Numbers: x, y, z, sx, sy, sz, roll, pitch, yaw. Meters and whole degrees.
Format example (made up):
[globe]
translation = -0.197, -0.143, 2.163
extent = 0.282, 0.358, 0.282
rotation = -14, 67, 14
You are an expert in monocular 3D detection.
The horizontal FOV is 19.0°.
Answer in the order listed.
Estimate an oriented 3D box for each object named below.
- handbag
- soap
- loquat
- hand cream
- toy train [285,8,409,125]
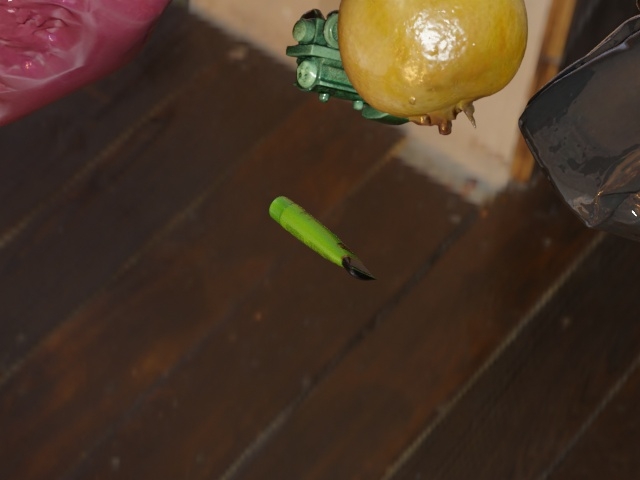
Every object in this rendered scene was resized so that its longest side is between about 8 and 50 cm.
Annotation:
[handbag]
translation = 0.329, -0.122, 1.549
extent = 0.178, 0.275, 0.302
rotation = 57, 20, 23
[soap]
translation = -0.219, -0.162, 1.137
extent = 0.220, 0.325, 0.127
rotation = 17, 65, -44
[loquat]
translation = 0.087, -0.163, 1.484
extent = 0.163, 0.163, 0.137
rotation = -25, 12, -26
[hand cream]
translation = 0.000, 0.000, 1.603
extent = 0.122, 0.036, 0.023
rotation = 39, 98, 41
[toy train]
translation = 0.038, -0.194, 2.109
extent = 0.170, 0.111, 0.071
rotation = 9, -3, -38
